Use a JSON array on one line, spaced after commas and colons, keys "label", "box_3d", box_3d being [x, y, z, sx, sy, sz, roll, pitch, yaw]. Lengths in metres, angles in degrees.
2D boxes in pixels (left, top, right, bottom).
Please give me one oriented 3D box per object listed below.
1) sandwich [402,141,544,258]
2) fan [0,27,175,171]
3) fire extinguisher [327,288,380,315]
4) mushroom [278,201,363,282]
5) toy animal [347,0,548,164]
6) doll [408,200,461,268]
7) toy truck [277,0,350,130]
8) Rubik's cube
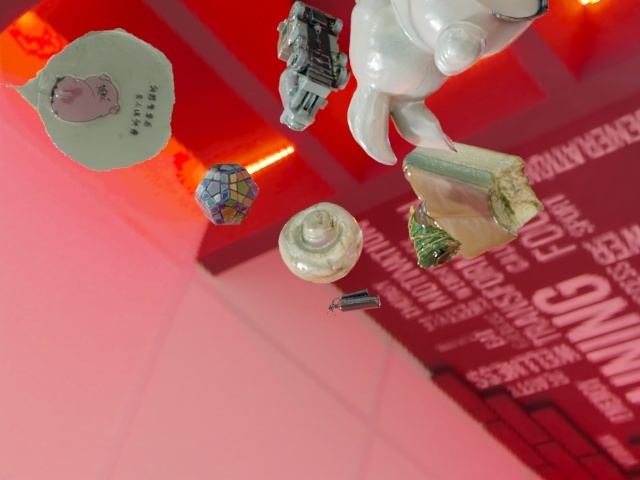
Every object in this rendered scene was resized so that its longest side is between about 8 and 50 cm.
[{"label": "sandwich", "box_3d": [0.263, -0.096, 1.944, 0.108, 0.186, 0.220, -41, -86, -30]}, {"label": "fan", "box_3d": [-0.337, -0.185, 1.402, 0.010, 0.310, 0.182, -102, 21, -80]}, {"label": "fire extinguisher", "box_3d": [0.057, 0.106, 2.005, 0.032, 0.100, 0.046, 59, -152, -55]}, {"label": "mushroom", "box_3d": [0.000, 0.000, 1.100, 0.067, 0.083, 0.083, 74, -157, -48]}, {"label": "toy animal", "box_3d": [0.142, -0.267, 1.490, 0.183, 0.310, 0.247, 1, -116, -36]}, {"label": "doll", "box_3d": [0.167, -0.006, 1.855, 0.076, 0.078, 0.113, -33, -113, -29]}, {"label": "toy truck", "box_3d": [-0.028, -0.332, 2.132, 0.108, 0.140, 0.257, 19, -140, -23]}, {"label": "Rubik's cube", "box_3d": [-0.156, -0.077, 1.867, 0.093, 0.111, 0.111, 24, -128, -67]}]
